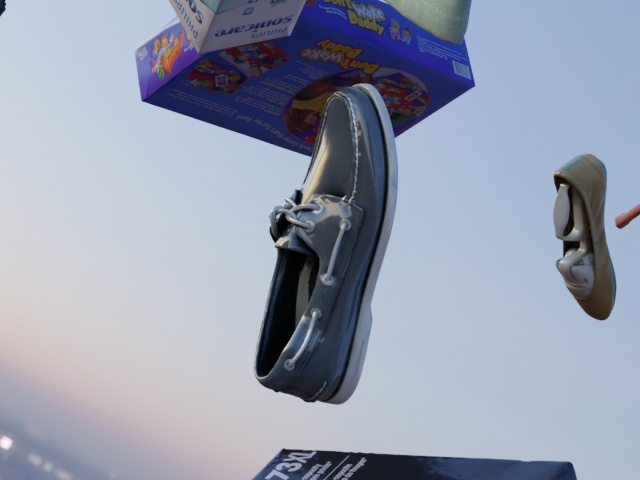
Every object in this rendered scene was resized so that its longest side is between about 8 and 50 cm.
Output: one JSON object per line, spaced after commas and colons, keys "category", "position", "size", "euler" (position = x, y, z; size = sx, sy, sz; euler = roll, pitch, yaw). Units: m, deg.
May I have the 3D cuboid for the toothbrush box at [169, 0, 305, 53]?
{"category": "toothbrush box", "position": [-0.085, -0.375, 2.030], "size": [0.216, 0.126, 0.295], "euler": [60, -34, 24]}

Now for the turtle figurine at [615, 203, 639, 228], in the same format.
{"category": "turtle figurine", "position": [0.417, -0.059, 1.758], "size": [0.217, 0.269, 0.087], "euler": [39, 24, -18]}

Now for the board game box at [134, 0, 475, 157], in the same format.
{"category": "board game box", "position": [-0.017, -0.209, 2.349], "size": [0.347, 0.078, 0.233], "euler": [17, -37, -41]}

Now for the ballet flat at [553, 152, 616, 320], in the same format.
{"category": "ballet flat", "position": [0.329, 0.003, 2.487], "size": [0.080, 0.073, 0.232], "euler": [19, -58, 50]}

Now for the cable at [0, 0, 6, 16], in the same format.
{"category": "cable", "position": [-0.440, -0.254, 2.158], "size": [0.184, 0.150, 0.047], "euler": [23, -2, 24]}

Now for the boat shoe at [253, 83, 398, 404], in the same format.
{"category": "boat shoe", "position": [0.000, 0.000, 1.896], "size": [0.099, 0.319, 0.116], "euler": [7, 1, -28]}

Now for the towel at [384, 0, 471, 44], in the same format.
{"category": "towel", "position": [0.066, -0.336, 1.396], "size": [0.038, 0.325, 0.248], "euler": [-2, 26, -29]}

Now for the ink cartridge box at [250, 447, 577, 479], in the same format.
{"category": "ink cartridge box", "position": [0.019, 0.245, 1.640], "size": [0.371, 0.176, 0.069], "euler": [-4, -69, 31]}

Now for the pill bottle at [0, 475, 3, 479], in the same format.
{"category": "pill bottle", "position": [-0.339, 0.226, 1.643], "size": [0.086, 0.086, 0.152], "euler": [24, 11, 34]}
